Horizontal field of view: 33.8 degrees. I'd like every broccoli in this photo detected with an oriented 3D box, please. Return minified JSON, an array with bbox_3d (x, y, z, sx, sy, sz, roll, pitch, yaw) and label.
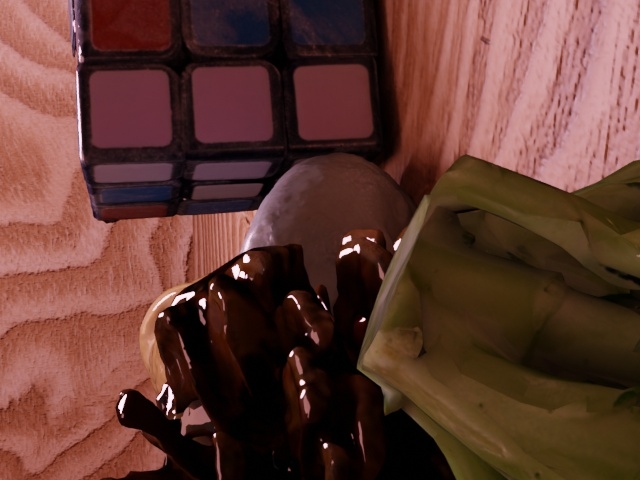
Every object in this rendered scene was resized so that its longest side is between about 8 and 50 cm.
[{"bbox_3d":[0.154,0.050,0.409,0.308,0.275,0.308,-156,90,-85],"label":"broccoli"}]

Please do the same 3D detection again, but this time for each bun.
[{"bbox_3d":[0.004,0.077,1.127,0.354,0.194,0.355,21,-90,-85],"label":"bun"}]

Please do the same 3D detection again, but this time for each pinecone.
[{"bbox_3d":[0.016,0.184,0.758,0.398,0.397,0.398,176,90,-77],"label":"pinecone"}]

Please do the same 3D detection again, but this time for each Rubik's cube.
[{"bbox_3d":[-0.128,-0.225,1.324,0.363,0.362,0.359,152,116,-74],"label":"Rubik's cube"}]

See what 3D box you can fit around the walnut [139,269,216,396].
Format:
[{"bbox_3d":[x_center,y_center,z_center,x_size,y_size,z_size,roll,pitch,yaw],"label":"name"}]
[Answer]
[{"bbox_3d":[-0.177,0.193,1.846,0.296,0.285,0.285,-61,-23,-61],"label":"walnut"}]
